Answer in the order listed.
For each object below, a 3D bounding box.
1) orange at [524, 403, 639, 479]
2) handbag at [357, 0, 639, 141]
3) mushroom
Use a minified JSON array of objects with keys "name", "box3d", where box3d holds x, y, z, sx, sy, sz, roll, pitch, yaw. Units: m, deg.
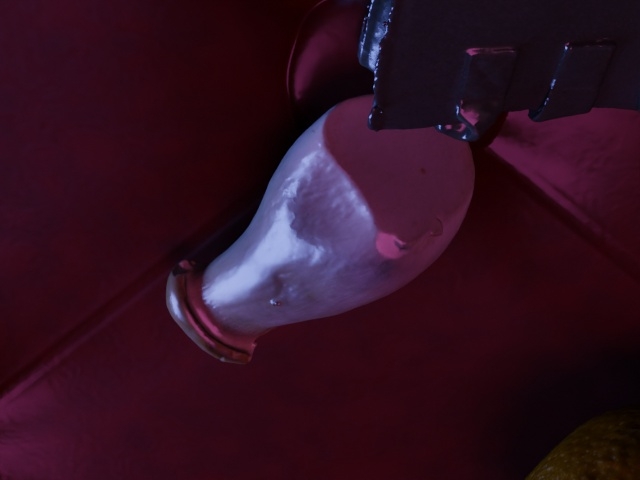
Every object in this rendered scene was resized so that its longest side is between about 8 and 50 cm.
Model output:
[{"name":"orange","box3d":[0.246,0.234,1.219,0.264,0.264,0.264,-2,133,-2]},{"name":"handbag","box3d":[0.158,-0.162,0.957,0.247,0.079,0.260,2,135,-8]},{"name":"mushroom","box3d":[0.000,0.000,1.097,0.116,0.093,0.225,38,132,-10]}]
